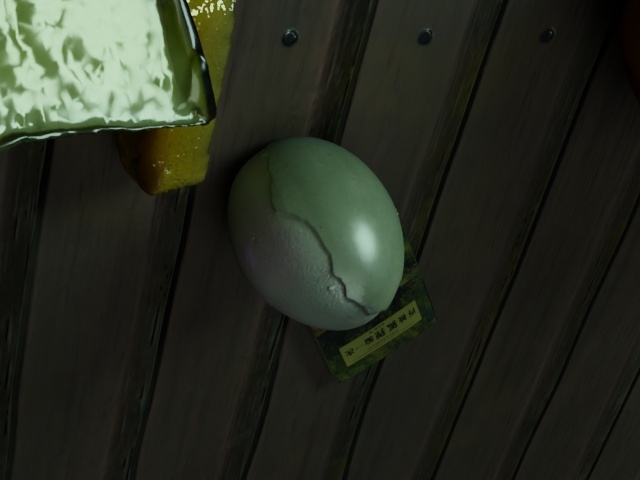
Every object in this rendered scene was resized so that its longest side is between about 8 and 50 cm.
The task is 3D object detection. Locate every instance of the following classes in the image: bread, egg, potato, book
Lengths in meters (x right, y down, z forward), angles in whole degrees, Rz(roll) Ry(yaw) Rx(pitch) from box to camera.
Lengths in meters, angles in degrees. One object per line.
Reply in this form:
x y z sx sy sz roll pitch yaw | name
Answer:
-0.145 -0.153 1.236 0.094 0.102 0.245 -9 133 -28 | bread
0.000 0.000 1.373 0.183 0.217 0.183 -19 137 -18 | egg
-0.278 -0.219 1.053 0.330 0.213 0.280 -16 111 -42 | potato
0.055 0.073 1.609 0.160 0.024 0.228 -31 136 -7 | book

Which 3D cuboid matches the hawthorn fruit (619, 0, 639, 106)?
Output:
0.570 -0.243 1.380 0.472 0.471 0.471 -17 134 -18 | hawthorn fruit
